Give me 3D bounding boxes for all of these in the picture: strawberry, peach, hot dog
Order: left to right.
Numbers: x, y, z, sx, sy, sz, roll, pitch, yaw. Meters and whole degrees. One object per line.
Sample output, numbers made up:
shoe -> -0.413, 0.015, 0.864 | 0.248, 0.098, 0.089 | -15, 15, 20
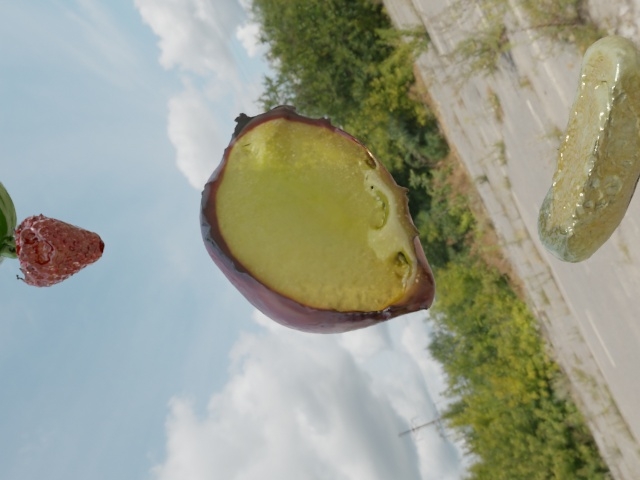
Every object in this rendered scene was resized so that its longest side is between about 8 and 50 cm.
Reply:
strawberry -> -0.253, 0.006, 0.569 | 0.073, 0.083, 0.073 | 45, 144, 46
peach -> 0.000, 0.000, 0.821 | 0.361, 0.258, 0.201 | 35, 164, 17
hot dog -> 0.301, -0.090, 0.632 | 0.084, 0.073, 0.243 | -109, 22, -63

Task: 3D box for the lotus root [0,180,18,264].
lotus root -> -0.398, -0.018, 0.639 | 0.186, 0.186, 0.186 | 60, -167, -23
